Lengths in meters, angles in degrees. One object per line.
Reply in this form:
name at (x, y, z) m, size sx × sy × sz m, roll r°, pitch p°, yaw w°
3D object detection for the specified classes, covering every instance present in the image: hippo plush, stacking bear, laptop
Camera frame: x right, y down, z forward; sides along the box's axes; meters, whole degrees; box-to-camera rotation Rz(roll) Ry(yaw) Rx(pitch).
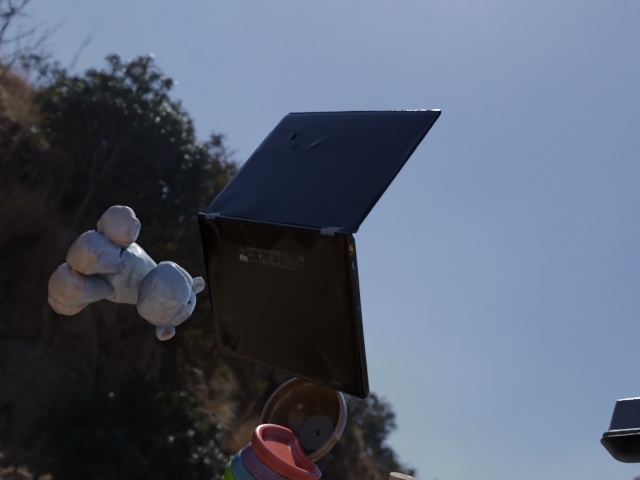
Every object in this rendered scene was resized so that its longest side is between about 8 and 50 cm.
hippo plush at (-0.374, 0.102, 1.667) m, size 0.237 × 0.234 × 0.294 m, roll 39°, pitch -18°, yaw 2°
stacking bear at (-0.163, 0.583, 1.954) m, size 0.164 × 0.289 × 0.175 m, roll 27°, pitch 13°, yaw -38°
laptop at (0.000, 0.000, 1.433) m, size 0.236 × 0.407 × 0.382 m, roll -17°, pitch 17°, yaw -39°

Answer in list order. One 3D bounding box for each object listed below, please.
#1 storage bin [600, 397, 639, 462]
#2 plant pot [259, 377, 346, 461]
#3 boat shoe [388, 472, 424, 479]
storage bin at (0.569, 0.326, 1.472) m, size 0.135 × 0.091 × 0.098 m, roll -18°, pitch -55°, yaw 43°
plant pot at (-0.029, 0.474, 2.180) m, size 0.237 × 0.237 × 0.109 m, roll 10°, pitch -30°, yaw 36°
boat shoe at (0.275, 0.625, 1.981) m, size 0.285 × 0.092 × 0.103 m, roll 24°, pitch -4°, yaw -17°
